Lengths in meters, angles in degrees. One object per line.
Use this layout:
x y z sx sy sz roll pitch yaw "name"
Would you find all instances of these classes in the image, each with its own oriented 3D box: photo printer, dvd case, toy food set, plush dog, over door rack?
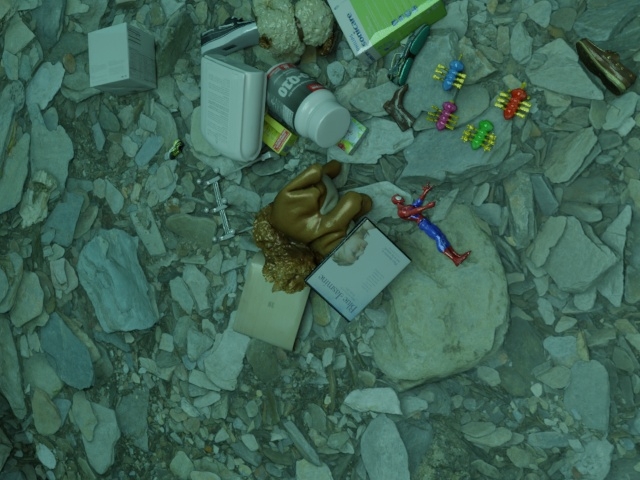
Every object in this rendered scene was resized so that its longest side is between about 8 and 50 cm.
-0.289 -0.419 1.550 0.256 0.107 0.307 32 127 36 "photo printer"
0.103 0.083 1.333 0.180 0.022 0.253 43 97 -8 "dvd case"
-0.152 0.208 1.623 0.220 0.092 0.305 18 100 10 "toy food set"
-0.073 -0.658 1.456 0.226 0.210 0.262 -14 125 11 "plush dog"
-0.269 -0.149 1.641 0.325 0.108 0.239 -17 86 22 "over door rack"

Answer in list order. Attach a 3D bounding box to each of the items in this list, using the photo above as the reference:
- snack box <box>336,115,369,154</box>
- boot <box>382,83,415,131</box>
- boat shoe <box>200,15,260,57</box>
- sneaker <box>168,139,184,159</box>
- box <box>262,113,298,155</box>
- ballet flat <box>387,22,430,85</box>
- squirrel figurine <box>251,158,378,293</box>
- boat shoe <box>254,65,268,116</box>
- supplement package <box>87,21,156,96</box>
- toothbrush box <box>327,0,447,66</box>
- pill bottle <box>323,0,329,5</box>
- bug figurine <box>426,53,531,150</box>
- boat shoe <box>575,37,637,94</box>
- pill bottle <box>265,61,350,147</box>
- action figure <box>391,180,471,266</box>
0.071 -0.353 1.528 0.141 0.037 0.100 40 104 18 "snack box"
0.258 -0.400 1.448 0.106 0.037 0.114 -45 71 31 "boot"
-0.289 -0.718 1.640 0.302 0.108 0.102 -8 90 30 "boat shoe"
-0.541 -0.336 1.790 0.035 0.031 0.083 33 104 18 "sneaker"
-0.189 -0.388 1.626 0.232 0.058 0.087 42 105 17 "box"
0.255 -0.561 1.427 0.070 0.070 0.188 33 107 19 "ballet flat"
0.000 0.000 1.461 0.397 0.281 0.370 -37 92 11 "squirrel figurine"
-0.212 -0.498 1.588 0.068 0.072 0.189 -8 64 -9 "boat shoe"
-0.745 -0.675 1.803 0.195 0.149 0.202 -2 91 23 "supplement package"
0.197 -0.694 1.420 0.283 0.122 0.206 -28 82 20 "toothbrush box"
0.015 -0.867 1.486 0.131 0.131 0.229 14 97 22 "pill bottle"
0.435 -0.384 1.356 0.279 0.072 0.216 32 109 14 "bug figurine"
0.736 -0.458 1.235 0.060 0.064 0.178 -41 83 14 "boat shoe"
-0.048 -0.419 1.481 0.283 0.161 0.161 44 107 29 "pill bottle"
0.336 -0.068 1.398 0.280 0.091 0.139 40 112 16 "action figure"
